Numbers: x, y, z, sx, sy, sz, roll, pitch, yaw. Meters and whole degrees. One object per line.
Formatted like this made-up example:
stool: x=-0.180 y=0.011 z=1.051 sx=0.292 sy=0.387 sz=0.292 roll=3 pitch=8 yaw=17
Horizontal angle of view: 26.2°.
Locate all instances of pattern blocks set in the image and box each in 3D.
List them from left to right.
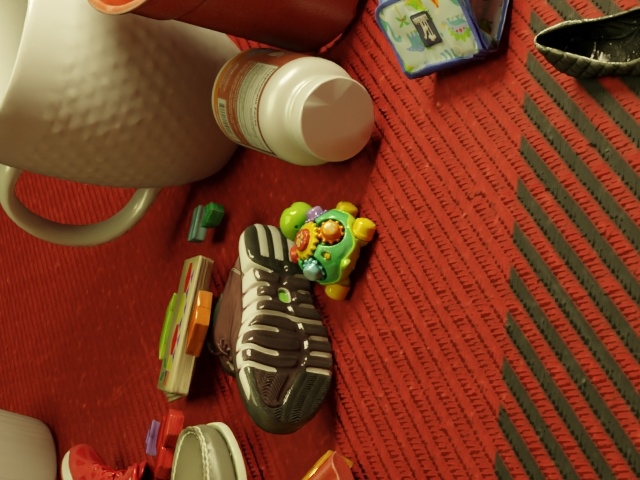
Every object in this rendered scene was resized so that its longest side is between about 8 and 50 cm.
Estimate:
pattern blocks set: x=-0.166 y=0.111 z=1.695 sx=0.285 sy=0.026 sz=0.325 roll=-158 pitch=81 yaw=-77

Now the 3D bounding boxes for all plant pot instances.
plant pot: x=-0.094 y=-0.347 z=1.576 sx=0.272 sy=0.265 sz=0.272 roll=-21 pitch=62 yaw=45

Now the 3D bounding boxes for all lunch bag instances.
lunch bag: x=0.122 y=-0.244 z=1.363 sx=0.129 sy=0.096 sz=0.151 roll=-11 pitch=82 yaw=56

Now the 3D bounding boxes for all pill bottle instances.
pill bottle: x=-0.029 y=-0.149 z=1.546 sx=0.216 sy=0.121 sz=0.121 roll=24 pitch=98 yaw=60

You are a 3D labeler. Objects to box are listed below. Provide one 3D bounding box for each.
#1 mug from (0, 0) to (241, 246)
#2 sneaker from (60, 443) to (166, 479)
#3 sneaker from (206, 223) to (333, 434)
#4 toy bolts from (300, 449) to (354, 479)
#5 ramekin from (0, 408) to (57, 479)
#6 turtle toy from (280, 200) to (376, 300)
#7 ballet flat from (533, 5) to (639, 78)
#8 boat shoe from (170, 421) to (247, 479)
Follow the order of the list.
mug: x=-0.287 y=-0.162 z=1.790 sx=0.374 sy=0.328 sz=0.276 roll=-65 pitch=30 yaw=18
sneaker: x=-0.256 y=0.314 z=1.790 sx=0.128 sy=0.087 sz=0.221 roll=-55 pitch=46 yaw=17
sneaker: x=-0.065 y=0.129 z=1.522 sx=0.281 sy=0.106 sz=0.162 roll=-93 pitch=26 yaw=-45
toy bolts: x=0.025 y=0.300 z=1.283 sx=0.218 sy=0.158 sz=0.228 roll=-46 pitch=-5 yaw=-39
ramekin: x=-0.513 y=0.390 z=2.130 sx=0.277 sy=0.135 sz=0.277 roll=-33 pitch=49 yaw=50
turtle toy: x=0.000 y=0.000 z=1.480 sx=0.095 sy=0.066 sz=0.130 roll=-67 pitch=30 yaw=14
ballet flat: x=0.245 y=-0.166 z=1.145 sx=0.173 sy=0.049 sz=0.057 roll=-8 pitch=71 yaw=59
boat shoe: x=-0.141 y=0.341 z=1.498 sx=0.109 sy=0.091 sz=0.305 roll=-32 pitch=51 yaw=50
